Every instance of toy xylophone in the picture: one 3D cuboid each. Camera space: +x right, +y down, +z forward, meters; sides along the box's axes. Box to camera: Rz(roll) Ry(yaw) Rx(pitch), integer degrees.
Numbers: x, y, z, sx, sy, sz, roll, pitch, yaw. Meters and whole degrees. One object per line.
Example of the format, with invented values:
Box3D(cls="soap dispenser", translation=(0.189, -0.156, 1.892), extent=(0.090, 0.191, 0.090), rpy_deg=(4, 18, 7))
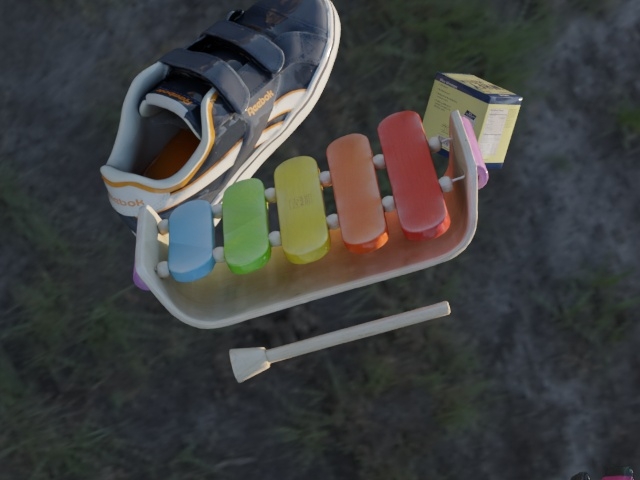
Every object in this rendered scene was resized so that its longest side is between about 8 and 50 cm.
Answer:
Box3D(cls="toy xylophone", translation=(0.000, 0.000, 1.394), extent=(0.322, 0.236, 0.081), rpy_deg=(-21, 122, -1))

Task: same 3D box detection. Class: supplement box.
Box3D(cls="supplement box", translation=(0.161, -0.130, 1.763), extent=(0.056, 0.083, 0.083), rpy_deg=(-3, 115, -46))

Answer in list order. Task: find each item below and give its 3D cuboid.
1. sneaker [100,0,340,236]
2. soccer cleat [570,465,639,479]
Box3D(cls="sneaker", translation=(-0.096, -0.143, 1.596), extent=(0.321, 0.126, 0.127), rpy_deg=(-58, 145, -17))
Box3D(cls="soccer cleat", translation=(0.215, 0.190, 0.844), extent=(0.116, 0.331, 0.143), rpy_deg=(11, 75, -23))
